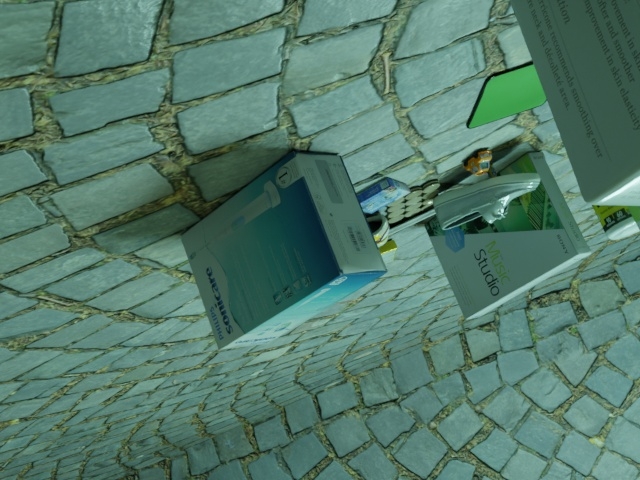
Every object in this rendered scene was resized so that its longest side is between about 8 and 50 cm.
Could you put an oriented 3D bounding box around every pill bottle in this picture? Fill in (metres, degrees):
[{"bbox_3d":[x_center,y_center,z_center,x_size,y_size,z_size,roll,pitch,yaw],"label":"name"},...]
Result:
[{"bbox_3d":[0.590,-0.117,1.986,0.119,0.208,0.119,-20,164,-6],"label":"pill bottle"}]

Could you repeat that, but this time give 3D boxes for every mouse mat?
[{"bbox_3d":[0.323,-0.244,1.617,0.153,0.007,0.189,-19,162,-9],"label":"mouse mat"}]

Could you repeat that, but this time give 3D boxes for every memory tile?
[{"bbox_3d":[0.183,-0.077,1.957,0.113,0.012,0.148,-21,163,-2],"label":"memory tile"}]

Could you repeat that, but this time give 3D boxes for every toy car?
[{"bbox_3d":[0.321,-0.141,1.876,0.060,0.040,0.122,-32,160,33],"label":"toy car"}]

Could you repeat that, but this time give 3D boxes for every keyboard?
[{"bbox_3d":[0.175,-0.033,2.062,0.256,0.014,0.072,-25,-178,15],"label":"keyboard"}]

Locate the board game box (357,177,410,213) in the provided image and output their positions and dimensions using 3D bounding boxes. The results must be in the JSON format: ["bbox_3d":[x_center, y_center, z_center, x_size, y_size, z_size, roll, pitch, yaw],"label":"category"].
[{"bbox_3d":[0.110,-0.082,1.836,0.090,0.020,0.090,-29,163,23],"label":"board game box"}]

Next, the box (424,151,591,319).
[{"bbox_3d":[0.376,-0.004,2.037,0.058,0.232,0.322,-6,157,-44],"label":"box"}]

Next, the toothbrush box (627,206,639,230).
[{"bbox_3d":[0.661,-0.138,1.879,0.206,0.283,0.122,-5,157,-41],"label":"toothbrush box"}]

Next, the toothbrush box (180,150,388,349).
[{"bbox_3d":[-0.067,0.021,1.602,0.295,0.216,0.126,-34,159,34],"label":"toothbrush box"}]

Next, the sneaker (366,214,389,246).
[{"bbox_3d":[0.048,-0.002,1.946,0.185,0.069,0.084,-25,156,-9],"label":"sneaker"}]

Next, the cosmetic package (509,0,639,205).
[{"bbox_3d":[0.493,-0.264,1.135,0.327,0.329,0.394,0,155,-32],"label":"cosmetic package"}]

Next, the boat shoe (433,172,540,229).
[{"bbox_3d":[0.326,-0.072,1.913,0.227,0.081,0.079,-17,169,34],"label":"boat shoe"}]

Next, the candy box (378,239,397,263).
[{"bbox_3d":[0.070,0.055,2.205,0.206,0.027,0.105,-19,166,-7],"label":"candy box"}]
